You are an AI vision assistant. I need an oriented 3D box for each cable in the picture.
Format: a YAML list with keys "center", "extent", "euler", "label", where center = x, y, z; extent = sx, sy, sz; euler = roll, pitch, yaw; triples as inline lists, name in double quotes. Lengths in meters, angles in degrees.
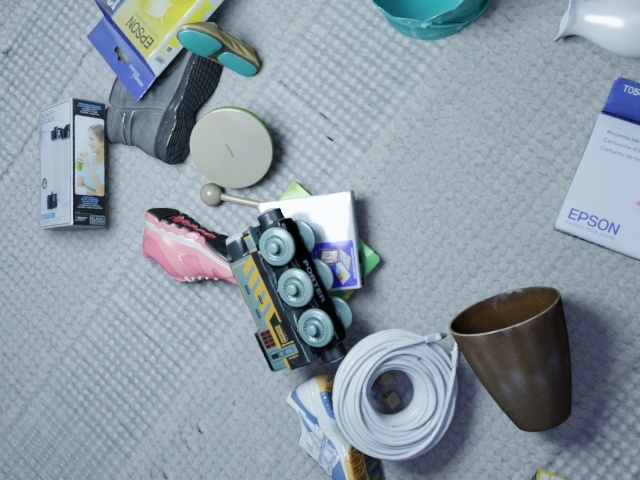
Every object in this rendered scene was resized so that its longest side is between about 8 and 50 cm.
- center: [0.146, 0.303, 1.370]
  extent: [0.256, 0.089, 0.257]
  euler: [2, 92, -11]
  label: "cable"

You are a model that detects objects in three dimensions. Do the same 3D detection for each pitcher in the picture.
- center: [0.562, -0.433, 1.292]
  extent: [0.207, 0.178, 0.126]
  euler: [16, 64, 17]
  label: "pitcher"

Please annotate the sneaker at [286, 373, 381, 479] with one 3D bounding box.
- center: [0.027, 0.432, 1.451]
  extent: [0.130, 0.111, 0.297]
  euler: [-26, 79, 30]
  label: "sneaker"

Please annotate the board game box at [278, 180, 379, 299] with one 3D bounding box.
- center: [0.000, 0.000, 1.498]
  extent: [0.259, 0.039, 0.124]
  euler: [43, 100, 15]
  label: "board game box"

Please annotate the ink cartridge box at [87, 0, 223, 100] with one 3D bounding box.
- center: [-0.396, -0.520, 1.563]
  extent: [0.307, 0.072, 0.304]
  euler: [-45, 58, 6]
  label: "ink cartridge box"

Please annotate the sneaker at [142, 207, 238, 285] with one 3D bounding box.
- center: [-0.271, 0.044, 1.550]
  extent: [0.313, 0.116, 0.136]
  euler: [28, 111, 17]
  label: "sneaker"

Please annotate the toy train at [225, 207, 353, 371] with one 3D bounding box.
- center: [-0.072, 0.106, 1.391]
  extent: [0.190, 0.142, 0.334]
  euler: [-26, 89, 26]
  label: "toy train"

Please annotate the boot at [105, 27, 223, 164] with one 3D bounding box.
- center: [-0.372, -0.359, 1.582]
  extent: [0.222, 0.118, 0.338]
  euler: [24, 88, 22]
  label: "boot"

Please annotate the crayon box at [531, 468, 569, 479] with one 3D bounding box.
- center: [0.523, 0.581, 1.248]
  extent: [0.322, 0.083, 0.203]
  euler: [19, 51, 16]
  label: "crayon box"

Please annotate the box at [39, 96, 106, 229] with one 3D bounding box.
- center: [-0.580, -0.172, 1.607]
  extent: [0.169, 0.087, 0.290]
  euler: [-2, 87, 43]
  label: "box"

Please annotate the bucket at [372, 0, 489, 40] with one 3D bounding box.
- center: [0.218, -0.549, 1.387]
  extent: [0.280, 0.183, 0.282]
  euler: [-1, 88, 15]
  label: "bucket"

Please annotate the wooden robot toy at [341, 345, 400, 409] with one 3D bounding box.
- center: [0.092, 0.283, 1.452]
  extent: [0.173, 0.079, 0.076]
  euler: [41, 65, -10]
  label: "wooden robot toy"

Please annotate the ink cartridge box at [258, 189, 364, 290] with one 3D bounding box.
- center: [-0.020, 0.007, 1.463]
  extent: [0.208, 0.045, 0.207]
  euler: [-6, 89, 15]
  label: "ink cartridge box"

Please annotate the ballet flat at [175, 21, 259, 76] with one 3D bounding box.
- center: [-0.224, -0.427, 1.489]
  extent: [0.080, 0.232, 0.073]
  euler: [-18, 68, 31]
  label: "ballet flat"

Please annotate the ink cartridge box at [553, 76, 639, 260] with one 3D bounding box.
- center: [0.659, -0.117, 1.306]
  extent: [0.323, 0.071, 0.330]
  euler: [21, 95, 16]
  label: "ink cartridge box"

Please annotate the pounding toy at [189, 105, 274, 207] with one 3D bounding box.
- center: [-0.187, -0.196, 1.539]
  extent: [0.182, 0.110, 0.237]
  euler: [3, 118, 5]
  label: "pounding toy"

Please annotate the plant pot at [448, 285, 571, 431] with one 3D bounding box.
- center: [0.386, 0.235, 1.311]
  extent: [0.215, 0.215, 0.231]
  euler: [-20, 98, 14]
  label: "plant pot"
